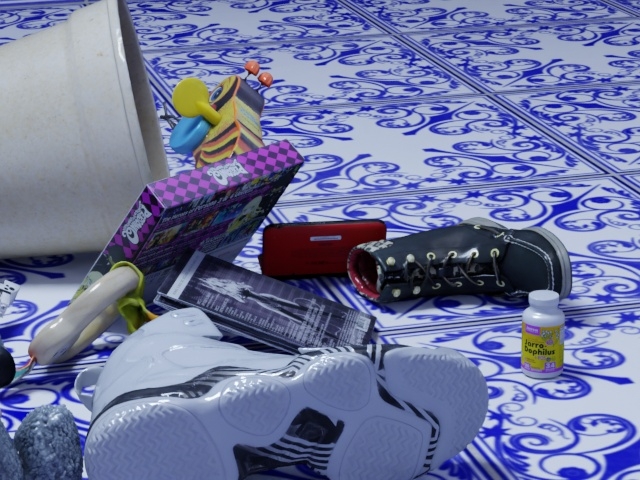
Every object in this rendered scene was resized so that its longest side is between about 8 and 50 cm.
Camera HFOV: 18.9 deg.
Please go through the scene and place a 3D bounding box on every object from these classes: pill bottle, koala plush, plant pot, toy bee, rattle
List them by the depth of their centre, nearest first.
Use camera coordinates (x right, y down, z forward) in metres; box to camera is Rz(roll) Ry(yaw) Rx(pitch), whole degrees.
[{"bbox_3d":[-0.329,0.129,1.630,0.203,0.221,0.196,6,19,20],"label":"koala plush"},{"bbox_3d":[0.225,0.094,1.939,0.043,0.083,0.043,-1,17,0],"label":"pill bottle"},{"bbox_3d":[-0.231,0.125,1.953,0.130,0.143,0.199,-28,10,47],"label":"rattle"},{"bbox_3d":[-0.349,-0.106,2.278,0.305,0.334,0.334,-13,18,-1],"label":"plant pot"},{"bbox_3d":[-0.130,-0.167,2.591,0.195,0.162,0.298,34,12,-48],"label":"toy bee"}]

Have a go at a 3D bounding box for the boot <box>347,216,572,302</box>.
[{"bbox_3d":[0.153,0.034,2.133,0.178,0.085,0.236,-12,14,-24],"label":"boot"}]

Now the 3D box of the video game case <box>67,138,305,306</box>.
[{"bbox_3d":[-0.147,-0.009,2.115,0.232,0.210,0.042,-22,67,-47],"label":"video game case"}]

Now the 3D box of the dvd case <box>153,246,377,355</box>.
[{"bbox_3d":[-0.054,0.074,2.005,0.221,0.018,0.164,21,18,1],"label":"dvd case"}]

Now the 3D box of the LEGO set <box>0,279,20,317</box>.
[{"bbox_3d":[-0.442,0.062,2.039,0.227,0.087,0.093,22,23,-14],"label":"LEGO set"}]

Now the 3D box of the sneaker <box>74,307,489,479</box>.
[{"bbox_3d":[-0.045,0.135,1.732,0.366,0.137,0.210,-9,22,-14],"label":"sneaker"}]

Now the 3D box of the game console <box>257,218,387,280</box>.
[{"bbox_3d":[0.000,0.000,2.250,0.144,0.124,0.085,-3,44,-6],"label":"game console"}]
